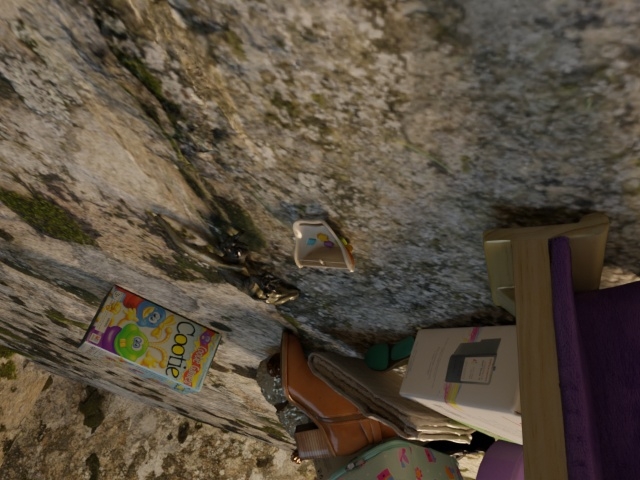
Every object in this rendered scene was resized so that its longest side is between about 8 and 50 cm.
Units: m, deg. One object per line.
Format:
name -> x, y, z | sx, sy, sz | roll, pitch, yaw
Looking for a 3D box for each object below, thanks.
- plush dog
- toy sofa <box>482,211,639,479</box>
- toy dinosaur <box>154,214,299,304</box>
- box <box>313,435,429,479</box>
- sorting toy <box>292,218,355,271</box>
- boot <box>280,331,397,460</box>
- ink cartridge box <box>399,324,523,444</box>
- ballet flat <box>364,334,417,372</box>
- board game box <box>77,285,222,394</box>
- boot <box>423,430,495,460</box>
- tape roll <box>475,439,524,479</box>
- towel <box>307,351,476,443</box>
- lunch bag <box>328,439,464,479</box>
plush dog -> -0.060, 0.362, 1.337 | 0.225, 0.210, 0.262 | 46, 152, 7
toy sofa -> 0.244, 0.163, 0.514 | 0.177, 0.363, 0.150 | -5, 146, 20
toy dinosaur -> -0.127, 0.040, 0.880 | 0.268, 0.064, 0.118 | 37, 156, -25
box -> 0.119, 0.458, 1.301 | 0.275, 0.094, 0.113 | -41, 127, 17
sorting toy -> 0.000, 0.000, 0.738 | 0.083, 0.045, 0.075 | 3, 142, 32
boot -> 0.037, 0.305, 1.186 | 0.220, 0.284, 0.109 | -14, 180, 0
ink cartridge box -> 0.288, 0.207, 0.789 | 0.207, 0.119, 0.353 | 27, 162, -15
ballet flat -> 0.140, 0.206, 1.018 | 0.052, 0.057, 0.168 | 19, 156, -21
board game box -> -0.397, 0.238, 1.346 | 0.275, 0.142, 0.144 | 30, 152, -19
boot -> 0.223, 0.493, 1.374 | 0.337, 0.118, 0.223 | -9, 156, -14
tape roll -> 0.452, 0.573, 1.252 | 0.274, 0.275, 0.090 | 35, 151, -28
towel -> 0.122, 0.277, 1.025 | 0.187, 0.049, 0.282 | 20, -178, -38
lunch bag -> 0.160, 0.528, 1.230 | 0.279, 0.108, 0.224 | 28, 125, -35
